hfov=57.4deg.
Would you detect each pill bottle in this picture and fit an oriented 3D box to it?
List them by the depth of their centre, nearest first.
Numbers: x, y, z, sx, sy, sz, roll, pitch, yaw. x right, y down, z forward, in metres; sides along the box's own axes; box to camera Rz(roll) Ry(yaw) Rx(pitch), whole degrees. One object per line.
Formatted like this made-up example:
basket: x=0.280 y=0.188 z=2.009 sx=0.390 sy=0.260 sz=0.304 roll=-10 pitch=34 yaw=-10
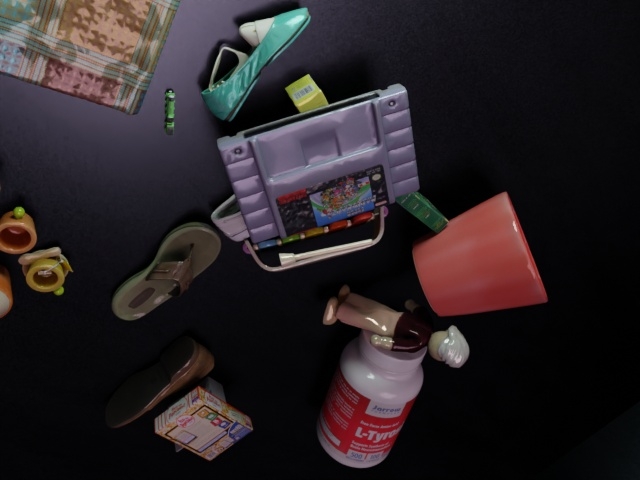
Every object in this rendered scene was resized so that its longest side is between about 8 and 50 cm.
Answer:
pill bottle: x=0.142 y=0.407 z=1.595 sx=0.229 sy=0.229 sz=0.407 roll=1 pitch=125 yaw=-23

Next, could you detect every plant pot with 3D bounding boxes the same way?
plant pot: x=0.360 y=0.050 z=1.358 sx=0.243 sy=0.274 sz=0.275 roll=-20 pitch=134 yaw=19

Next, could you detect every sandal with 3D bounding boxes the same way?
sandal: x=-0.320 y=0.082 z=1.246 sx=0.303 sy=0.086 sz=0.120 roll=-44 pitch=130 yaw=13

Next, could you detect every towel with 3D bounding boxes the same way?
towel: x=-0.354 y=-0.392 z=0.896 sx=0.272 sy=0.040 sz=0.370 roll=14 pitch=120 yaw=-29

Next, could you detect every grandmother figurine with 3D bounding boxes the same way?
grandmother figurine: x=0.191 y=0.207 z=1.400 sx=0.208 sy=0.343 sz=0.104 roll=-46 pitch=146 yaw=-41

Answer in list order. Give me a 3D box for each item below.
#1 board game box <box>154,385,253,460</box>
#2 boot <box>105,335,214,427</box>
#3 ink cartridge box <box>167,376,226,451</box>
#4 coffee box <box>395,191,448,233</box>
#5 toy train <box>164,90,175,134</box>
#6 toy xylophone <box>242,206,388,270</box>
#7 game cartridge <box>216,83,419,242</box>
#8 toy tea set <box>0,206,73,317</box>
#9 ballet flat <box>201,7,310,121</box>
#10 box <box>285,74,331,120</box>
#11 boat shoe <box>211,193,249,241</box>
board game box: x=-0.285 y=0.454 z=1.439 sx=0.147 sy=0.045 sz=0.193 roll=-37 pitch=127 yaw=9
boot: x=-0.390 y=0.363 z=1.432 sx=0.305 sy=0.112 sz=0.115 roll=-38 pitch=141 yaw=6
ink cartridge box: x=-0.332 y=0.452 z=1.517 sx=0.180 sy=0.104 sz=0.060 roll=-38 pitch=130 yaw=8
coffee box: x=0.199 y=-0.096 z=1.307 sx=0.184 sy=0.113 sz=0.040 roll=32 pitch=106 yaw=-36
toy train: x=-0.274 y=-0.230 z=1.064 sx=0.017 sy=0.023 sz=0.083 roll=-3 pitch=127 yaw=-21
toy xylophone: x=0.000 y=0.000 z=1.234 sx=0.323 sy=0.236 sz=0.081 roll=-14 pitch=87 yaw=-11
game cartridge: x=0.008 y=-0.137 z=1.112 sx=0.355 sy=0.068 sz=0.230 roll=-18 pitch=123 yaw=-4
toy tea set: x=-0.603 y=0.017 z=1.054 sx=0.200 sy=0.124 sz=0.336 roll=-20 pitch=131 yaw=-7
ballet flat: x=-0.123 y=-0.323 z=1.020 sx=0.087 sy=0.083 sz=0.247 roll=36 pitch=106 yaw=-23
box: x=0.014 y=-0.208 z=1.159 sx=0.058 sy=0.087 sz=0.232 roll=-30 pitch=132 yaw=3
boat shoe: x=-0.109 y=-0.097 z=1.189 sx=0.258 sy=0.095 sz=0.084 roll=-40 pitch=135 yaw=9
